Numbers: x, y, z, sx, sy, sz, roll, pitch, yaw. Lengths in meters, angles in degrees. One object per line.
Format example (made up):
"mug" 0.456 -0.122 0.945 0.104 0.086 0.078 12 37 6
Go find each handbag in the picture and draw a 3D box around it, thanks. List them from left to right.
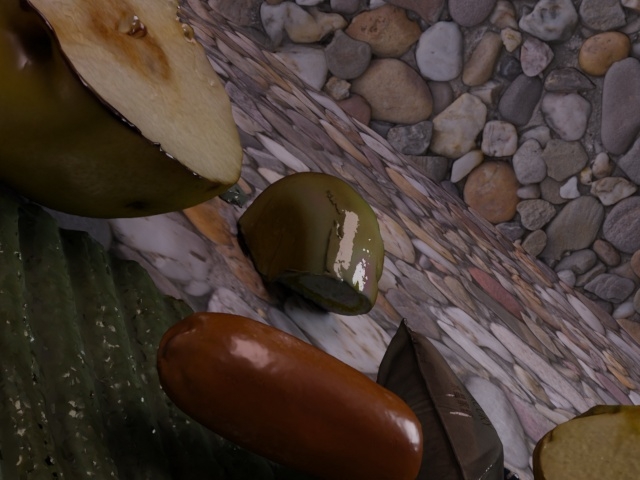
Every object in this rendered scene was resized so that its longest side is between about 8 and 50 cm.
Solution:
"handbag" 0.116 0.222 1.006 0.270 0.117 0.182 -107 -174 -62

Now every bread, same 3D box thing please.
"bread" 0.009 0.001 1.292 0.158 0.156 0.260 27 21 -36

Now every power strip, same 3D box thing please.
"power strip" -0.144 -0.091 1.437 0.051 0.019 0.136 24 22 -52

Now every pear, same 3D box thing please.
"pear" -0.243 -0.147 0.943 0.340 0.191 0.386 56 16 0

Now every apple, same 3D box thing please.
"apple" 0.420 0.315 1.212 0.314 0.309 0.252 35 46 -75

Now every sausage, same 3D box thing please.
"sausage" -0.019 0.122 0.760 0.238 0.098 0.098 28 19 -27

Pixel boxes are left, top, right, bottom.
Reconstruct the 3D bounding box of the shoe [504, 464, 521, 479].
"shoe" 0.178 0.262 1.165 0.143 0.064 0.071 44 4 6

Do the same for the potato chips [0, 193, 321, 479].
"potato chips" -0.134 0.121 0.786 0.358 0.070 0.429 24 22 -41
